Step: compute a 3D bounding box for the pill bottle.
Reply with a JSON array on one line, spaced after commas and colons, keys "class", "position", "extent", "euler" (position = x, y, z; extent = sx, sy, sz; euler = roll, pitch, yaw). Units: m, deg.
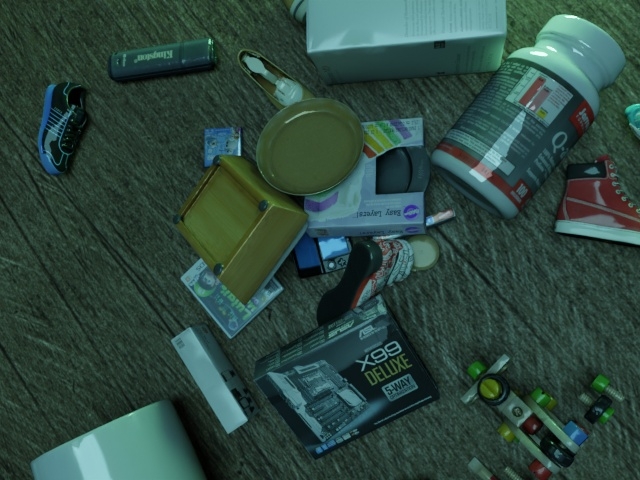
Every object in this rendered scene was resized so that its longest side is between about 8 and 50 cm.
[{"class": "pill bottle", "position": [0.404, -0.239, 1.147], "extent": [0.210, 0.210, 0.363], "euler": [39, 96, 11]}]

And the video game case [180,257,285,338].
[{"class": "video game case", "position": [-0.205, 0.099, 1.353], "extent": [0.173, 0.022, 0.190], "euler": [-44, 80, 7]}]

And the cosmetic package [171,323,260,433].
[{"class": "cosmetic package", "position": [-0.232, 0.303, 1.310], "extent": [0.060, 0.099, 0.239], "euler": [-35, 81, 5]}]

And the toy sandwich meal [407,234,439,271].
[{"class": "toy sandwich meal", "position": [0.216, 0.029, 1.266], "extent": [0.085, 0.029, 0.086], "euler": [-1, 82, 10]}]

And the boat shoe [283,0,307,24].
[{"class": "boat shoe", "position": [0.089, -0.695, 1.256], "extent": [0.500, 0.187, 0.156], "euler": [-42, 86, 12]}]

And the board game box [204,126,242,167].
[{"class": "board game box", "position": [-0.228, -0.219, 1.376], "extent": [0.090, 0.020, 0.090], "euler": [-2, 88, 12]}]

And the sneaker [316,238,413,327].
[{"class": "sneaker", "position": [0.100, 0.103, 1.252], "extent": [0.090, 0.144, 0.270], "euler": [55, 134, 33]}]

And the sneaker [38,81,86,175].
[{"class": "sneaker", "position": [-0.625, -0.276, 1.432], "extent": [0.090, 0.081, 0.233], "euler": [-1, 85, 19]}]

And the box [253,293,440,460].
[{"class": "box", "position": [0.055, 0.286, 1.209], "extent": [0.307, 0.076, 0.243], "euler": [-29, 111, 9]}]

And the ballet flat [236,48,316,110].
[{"class": "ballet flat", "position": [-0.103, -0.355, 1.330], "extent": [0.232, 0.073, 0.080], "euler": [38, 95, 11]}]

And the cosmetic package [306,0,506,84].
[{"class": "cosmetic package", "position": [0.175, -0.437, 1.206], "extent": [0.384, 0.217, 0.156], "euler": [-3, 86, 13]}]

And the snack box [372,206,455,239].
[{"class": "snack box", "position": [0.201, -0.027, 1.252], "extent": [0.178, 0.064, 0.022], "euler": [-20, 80, 10]}]

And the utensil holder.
[{"class": "utensil holder", "position": [-0.380, 0.570, 1.213], "extent": [0.327, 0.327, 0.386], "euler": [-27, 81, 9]}]

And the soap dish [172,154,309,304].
[{"class": "soap dish", "position": [-0.181, -0.039, 1.249], "extent": [0.229, 0.118, 0.291], "euler": [-53, 48, 7]}]

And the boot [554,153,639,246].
[{"class": "boot", "position": [0.608, -0.078, 1.161], "extent": [0.244, 0.088, 0.176], "euler": [13, 88, 16]}]

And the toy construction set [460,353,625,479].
[{"class": "toy construction set", "position": [0.375, 0.362, 1.148], "extent": [0.237, 0.257, 0.309], "euler": [40, 119, 29]}]

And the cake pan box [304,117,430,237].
[{"class": "cake pan box", "position": [0.101, -0.132, 1.244], "extent": [0.266, 0.070, 0.246], "euler": [-1, 73, 14]}]

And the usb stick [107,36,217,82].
[{"class": "usb stick", "position": [-0.380, -0.433, 1.407], "extent": [0.277, 0.045, 0.077], "euler": [-4, 87, 12]}]

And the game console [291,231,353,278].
[{"class": "game console", "position": [0.000, 0.000, 1.283], "extent": [0.124, 0.085, 0.144], "euler": [-16, 84, 11]}]

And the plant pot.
[{"class": "plant pot", "position": [-0.021, -0.196, 1.244], "extent": [0.236, 0.032, 0.237], "euler": [-6, 66, 13]}]

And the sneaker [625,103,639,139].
[{"class": "sneaker", "position": [0.731, -0.301, 1.140], "extent": [0.275, 0.107, 0.110], "euler": [-36, 71, 8]}]
